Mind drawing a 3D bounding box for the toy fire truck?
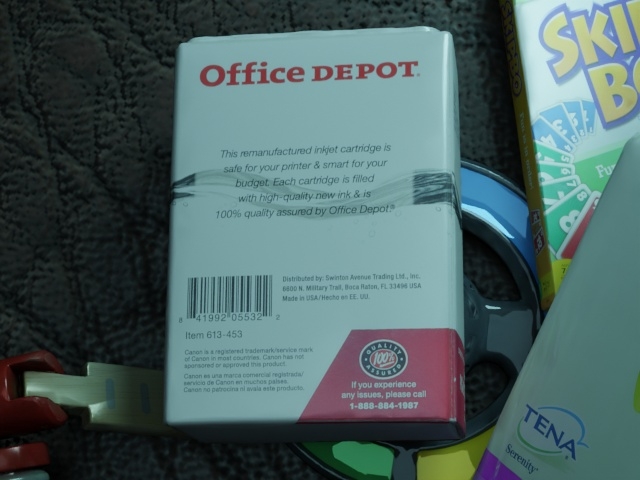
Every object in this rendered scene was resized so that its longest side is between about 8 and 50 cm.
[{"bbox_3d":[-0.179,0.163,0.927,0.246,0.158,0.217,-15,79,10],"label":"toy fire truck"}]

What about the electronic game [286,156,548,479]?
[{"bbox_3d":[0.062,0.054,0.972,0.229,0.048,0.229,0,81,2],"label":"electronic game"}]

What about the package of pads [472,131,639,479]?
[{"bbox_3d":[0.213,0.106,0.839,0.101,0.229,0.296,14,105,-36],"label":"package of pads"}]

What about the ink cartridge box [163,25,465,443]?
[{"bbox_3d":[0.000,0.000,0.916,0.172,0.100,0.237,-2,76,9],"label":"ink cartridge box"}]

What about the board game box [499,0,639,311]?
[{"bbox_3d":[0.189,-0.086,0.981,0.124,0.039,0.259,-3,73,-12],"label":"board game box"}]
